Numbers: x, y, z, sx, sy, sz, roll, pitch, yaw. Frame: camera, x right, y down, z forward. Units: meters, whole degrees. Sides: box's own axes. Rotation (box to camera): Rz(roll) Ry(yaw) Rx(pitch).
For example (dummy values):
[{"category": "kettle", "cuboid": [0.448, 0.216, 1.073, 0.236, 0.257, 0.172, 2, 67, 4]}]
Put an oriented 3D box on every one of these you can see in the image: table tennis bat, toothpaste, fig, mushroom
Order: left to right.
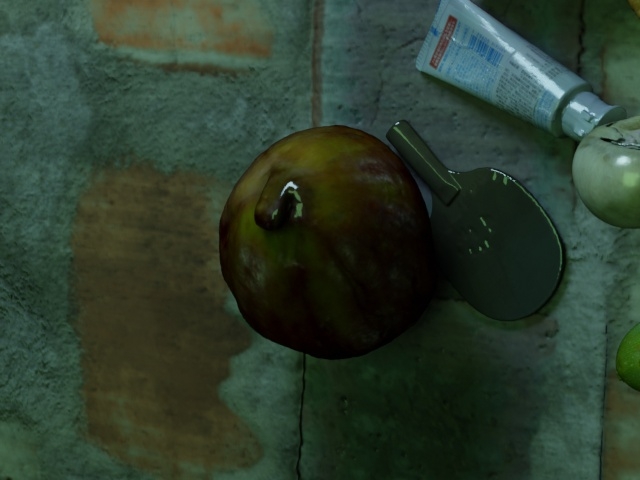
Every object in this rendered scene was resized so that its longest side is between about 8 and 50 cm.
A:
[{"category": "fig", "cuboid": [0.006, 0.001, 1.804, 0.224, 0.224, 0.263, 60, 158, 14]}, {"category": "table tennis bat", "cuboid": [0.146, -0.027, 1.823, 0.234, 0.022, 0.131, 51, 121, 16]}, {"category": "toothpaste", "cuboid": [0.184, -0.155, 1.763, 0.234, 0.057, 0.089, 35, 113, 33]}, {"category": "mushroom", "cuboid": [0.298, -0.068, 1.630, 0.154, 0.154, 0.122, 19, 113, 32]}]

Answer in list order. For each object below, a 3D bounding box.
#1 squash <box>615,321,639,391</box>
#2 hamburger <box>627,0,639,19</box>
[{"category": "squash", "cuboid": [0.343, 0.090, 1.657, 0.188, 0.095, 0.095, -15, 87, 35]}, {"category": "hamburger", "cuboid": [0.346, -0.200, 1.557, 0.182, 0.191, 0.118, 36, 127, -6]}]
